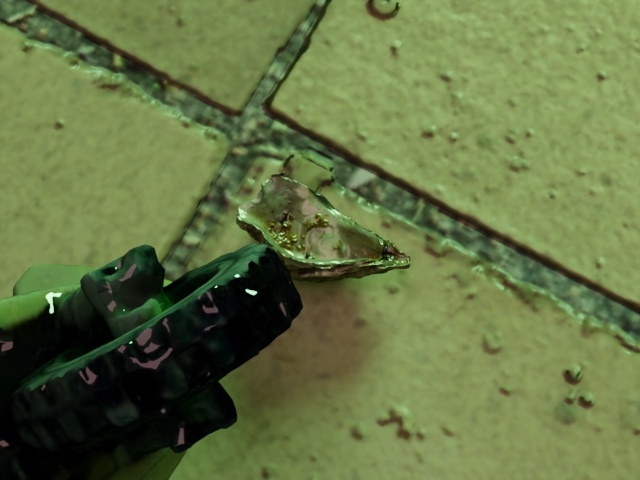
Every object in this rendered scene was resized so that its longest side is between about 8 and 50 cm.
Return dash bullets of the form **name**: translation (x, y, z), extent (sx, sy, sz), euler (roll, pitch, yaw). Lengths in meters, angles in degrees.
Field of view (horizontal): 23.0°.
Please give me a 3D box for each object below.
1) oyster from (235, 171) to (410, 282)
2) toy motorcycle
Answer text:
- **oyster**: translation (-0.001, 0.002, 0.831), extent (0.093, 0.034, 0.051), euler (36, 62, 24)
- **toy motorcycle**: translation (-0.196, 0.112, 0.705), extent (0.410, 0.237, 0.168), euler (-27, 88, -3)
